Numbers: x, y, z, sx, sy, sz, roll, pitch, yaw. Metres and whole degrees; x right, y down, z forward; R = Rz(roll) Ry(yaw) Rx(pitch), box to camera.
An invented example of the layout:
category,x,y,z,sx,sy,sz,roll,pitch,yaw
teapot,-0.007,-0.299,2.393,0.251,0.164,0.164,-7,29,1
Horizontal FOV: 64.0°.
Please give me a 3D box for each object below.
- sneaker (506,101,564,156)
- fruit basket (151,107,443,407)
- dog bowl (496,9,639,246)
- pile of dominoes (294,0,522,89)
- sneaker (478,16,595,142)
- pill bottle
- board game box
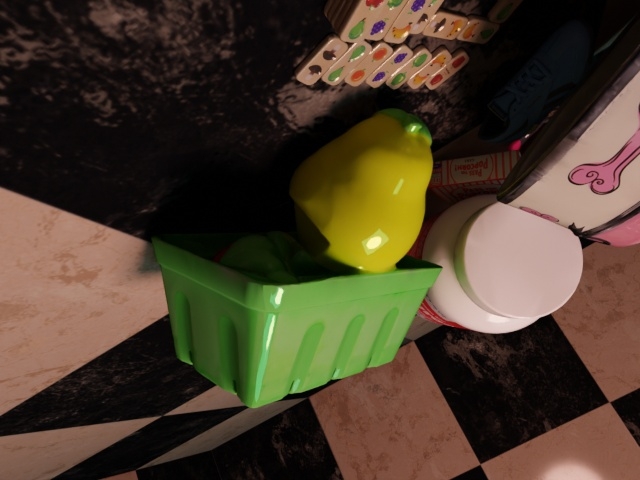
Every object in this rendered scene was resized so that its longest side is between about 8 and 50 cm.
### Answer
category,x,y,z,sx,sy,sz,roll,pitch,yaw
sneaker,0.446,-0.200,0.837,0.111,0.121,0.299,-3,150,-40
fruit basket,0.000,0.000,0.689,0.391,0.282,0.393,-19,117,-43
dog bowl,0.393,-0.167,0.586,0.408,0.150,0.408,-50,171,-11
pile of dominoes,0.115,-0.218,0.519,0.251,0.040,0.196,-9,152,-37
sneaker,0.289,-0.206,0.706,0.082,0.069,0.209,-18,157,-22
pill bottle,0.274,0.045,0.912,0.228,0.229,0.408,-25,175,-5
board game box,0.283,-0.100,0.892,0.146,0.045,0.193,-4,169,29
